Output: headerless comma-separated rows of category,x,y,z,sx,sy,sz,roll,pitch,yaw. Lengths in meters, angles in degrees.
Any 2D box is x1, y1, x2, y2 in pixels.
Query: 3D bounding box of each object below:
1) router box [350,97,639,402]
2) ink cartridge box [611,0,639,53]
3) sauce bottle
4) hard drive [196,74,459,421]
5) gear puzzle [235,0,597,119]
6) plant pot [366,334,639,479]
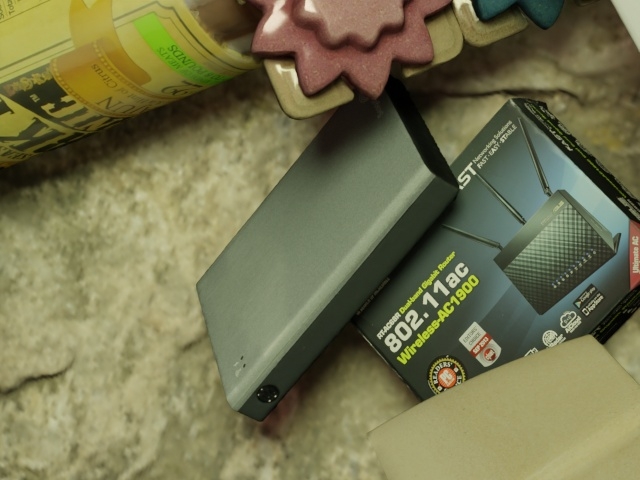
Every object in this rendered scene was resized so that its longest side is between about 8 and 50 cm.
router box,0.077,0.015,0.683,0.092,0.038,0.122,48,111,20
ink cartridge box,0.147,-0.102,0.558,0.082,0.191,0.139,-32,76,23
sauce bottle,-0.156,-0.088,0.770,0.344,0.111,0.111,-19,82,29
hard drive,0.000,0.000,0.706,0.135,0.022,0.094,-50,31,19
gear puzzle,0.003,-0.230,0.638,0.175,0.044,0.338,-23,91,-11
plant pot,0.097,0.101,0.624,0.096,0.109,0.109,-39,111,4
